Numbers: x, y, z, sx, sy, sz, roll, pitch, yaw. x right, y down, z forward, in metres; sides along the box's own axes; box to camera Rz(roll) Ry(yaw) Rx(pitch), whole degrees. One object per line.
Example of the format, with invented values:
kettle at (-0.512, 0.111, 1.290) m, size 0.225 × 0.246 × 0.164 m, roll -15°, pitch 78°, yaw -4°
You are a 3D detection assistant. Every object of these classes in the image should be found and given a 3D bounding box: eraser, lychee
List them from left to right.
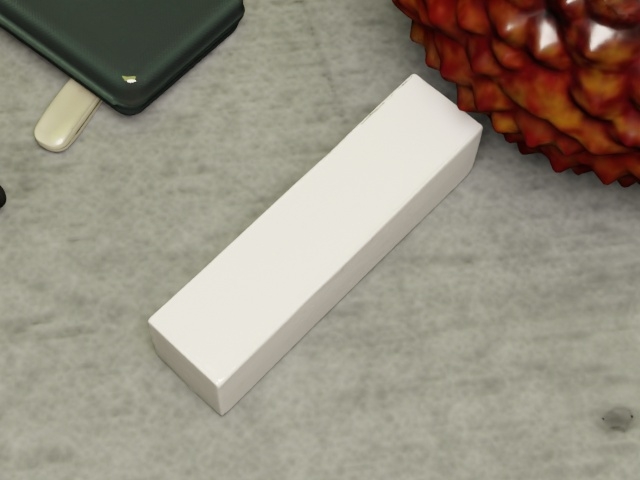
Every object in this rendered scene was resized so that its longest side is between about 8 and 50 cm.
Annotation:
eraser at (0.000, 0.000, 1.025) m, size 0.076 × 0.078 × 0.298 m, roll 40°, pitch 70°, yaw 15°
lychee at (0.250, -0.283, 0.992) m, size 0.424 × 0.424 × 0.500 m, roll 1°, pitch 74°, yaw -2°

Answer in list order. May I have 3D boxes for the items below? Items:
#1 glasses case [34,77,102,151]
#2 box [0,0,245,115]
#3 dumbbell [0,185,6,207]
glasses case at (-0.208, -0.110, 1.100) m, size 0.032 × 0.021 × 0.083 m, roll 26°, pitch 65°, yaw 9°
box at (-0.197, -0.217, 1.125) m, size 0.230 × 0.050 × 0.160 m, roll 35°, pitch 59°, yaw 14°
dumbbell at (-0.291, -0.020, 1.030) m, size 0.069 × 0.069 × 0.147 m, roll 16°, pitch 65°, yaw 5°
